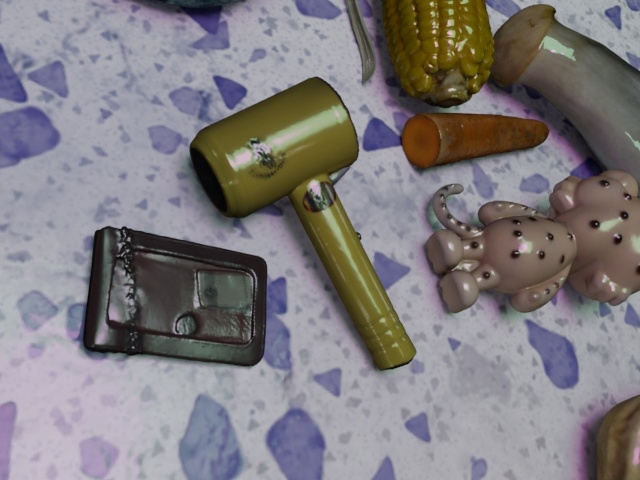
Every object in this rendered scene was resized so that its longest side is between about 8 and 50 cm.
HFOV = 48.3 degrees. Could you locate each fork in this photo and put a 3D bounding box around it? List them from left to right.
[{"bbox_3d":[0.032,-0.278,0.819,0.028,0.034,0.219,11,64,-51],"label":"fork"}]

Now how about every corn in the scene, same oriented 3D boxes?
[{"bbox_3d":[0.120,-0.314,0.821,0.121,0.120,0.363,2,69,-25],"label":"corn"}]

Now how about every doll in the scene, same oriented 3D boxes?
[{"bbox_3d":[0.247,0.002,0.771,0.278,0.119,0.154,-3,71,-17],"label":"doll"}]

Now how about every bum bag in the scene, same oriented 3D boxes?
[{"bbox_3d":[-0.121,0.051,0.619,0.160,0.026,0.109,13,65,-27],"label":"bum bag"}]

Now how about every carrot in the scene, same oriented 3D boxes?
[{"bbox_3d":[0.193,-0.120,0.821,0.210,0.061,0.061,-9,75,-33],"label":"carrot"}]

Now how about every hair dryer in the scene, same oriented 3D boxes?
[{"bbox_3d":[0.000,0.000,0.661,0.135,0.090,0.278,-29,94,-20],"label":"hair dryer"}]

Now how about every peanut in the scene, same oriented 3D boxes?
[{"bbox_3d":[0.320,0.241,0.703,0.125,0.111,0.274,44,58,1],"label":"peanut"}]

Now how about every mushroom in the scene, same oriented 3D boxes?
[{"bbox_3d":[0.353,-0.162,0.868,0.329,0.122,0.159,30,35,-10],"label":"mushroom"}]

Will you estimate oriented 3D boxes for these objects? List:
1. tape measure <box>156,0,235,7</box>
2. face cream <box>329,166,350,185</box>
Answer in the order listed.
[{"bbox_3d":[-0.137,-0.374,0.705,0.256,0.147,0.274,0,69,-25],"label":"tape measure"},{"bbox_3d":[-0.009,-0.092,0.727,0.083,0.021,0.040,43,60,-4],"label":"face cream"}]
